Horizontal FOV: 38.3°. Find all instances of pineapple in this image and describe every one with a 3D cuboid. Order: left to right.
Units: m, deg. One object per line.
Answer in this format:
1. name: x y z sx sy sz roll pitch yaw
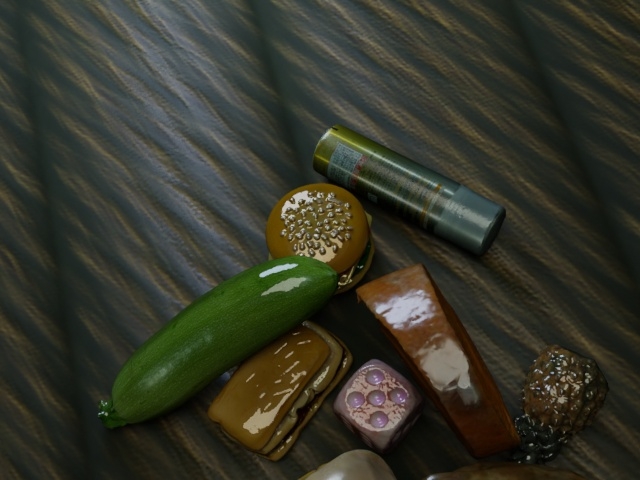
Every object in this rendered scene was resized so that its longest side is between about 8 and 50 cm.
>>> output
1. pineapple: 0.287 0.233 1.180 0.108 0.108 0.198 29 85 19

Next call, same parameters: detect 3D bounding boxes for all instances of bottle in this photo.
1. bottle: 0.127 -0.075 1.339 0.286 0.082 0.082 29 73 19

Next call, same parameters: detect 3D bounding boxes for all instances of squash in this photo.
1. squash: -0.149 0.133 1.236 0.395 0.107 0.107 -35 65 14

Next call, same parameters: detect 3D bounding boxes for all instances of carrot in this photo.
1. carrot: 0.146 0.150 1.123 0.100 0.307 0.258 -34 97 5

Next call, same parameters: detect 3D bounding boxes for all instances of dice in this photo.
1. dice: 0.077 0.219 1.210 0.094 0.093 0.091 38 76 21

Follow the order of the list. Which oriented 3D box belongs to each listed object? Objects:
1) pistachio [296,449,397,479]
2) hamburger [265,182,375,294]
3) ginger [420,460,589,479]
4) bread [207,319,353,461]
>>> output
1. pistachio: 0.025 0.411 1.078 0.229 0.230 0.309 -4 60 6
2. hamburger: 0.000 0.000 1.305 0.162 0.115 0.162 -2 66 5
3. ginger: 0.221 0.359 1.046 0.269 0.223 0.200 0 49 4
4. bread: -0.054 0.195 1.255 0.116 0.077 0.200 30 73 27
